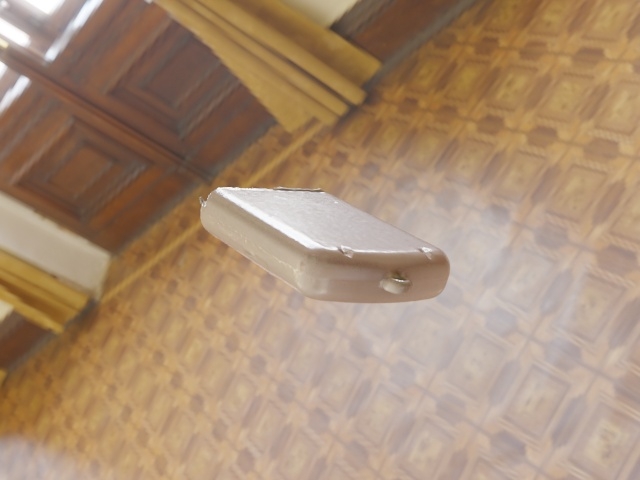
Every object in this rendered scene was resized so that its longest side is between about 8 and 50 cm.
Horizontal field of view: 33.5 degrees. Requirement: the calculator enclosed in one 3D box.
[{"bbox_3d":[0.000,0.000,0.626,0.175,0.100,0.032,30,115,54],"label":"calculator"}]
